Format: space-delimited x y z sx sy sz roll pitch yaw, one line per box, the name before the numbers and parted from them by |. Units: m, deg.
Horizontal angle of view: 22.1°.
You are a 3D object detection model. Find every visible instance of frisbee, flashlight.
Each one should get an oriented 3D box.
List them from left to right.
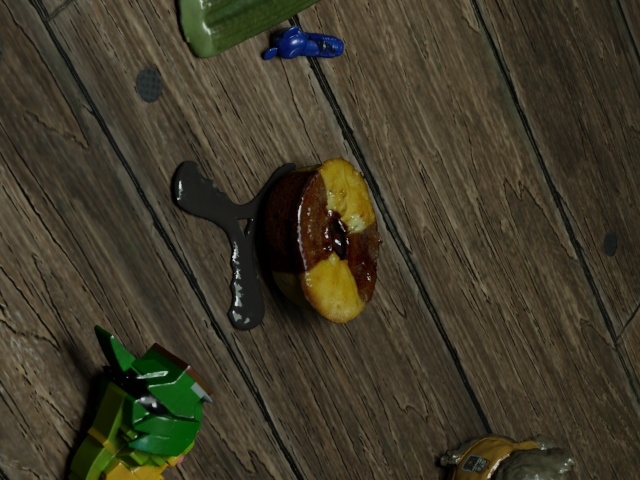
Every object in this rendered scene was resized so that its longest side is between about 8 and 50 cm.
frisbee | -0.078 -0.029 1.823 0.187 0.012 0.211 -50 125 -36
flashlight | -0.017 -0.227 1.873 0.121 0.057 0.035 -6 57 -54

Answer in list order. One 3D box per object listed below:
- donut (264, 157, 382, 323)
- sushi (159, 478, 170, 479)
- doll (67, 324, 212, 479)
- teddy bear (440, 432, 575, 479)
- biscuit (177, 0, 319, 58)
donut | 0.000 0.000 1.855 0.166 0.073 0.184 -48 129 -42
sushi | -0.129 0.343 1.735 0.279 0.043 0.192 18 93 -54
doll | -0.188 0.188 1.636 0.134 0.106 0.186 14 96 -37
teddy bear | 0.236 0.308 2.048 0.140 0.190 0.177 45 67 -21
biscuit | -0.043 -0.299 1.841 0.322 0.038 0.099 -35 119 -42
